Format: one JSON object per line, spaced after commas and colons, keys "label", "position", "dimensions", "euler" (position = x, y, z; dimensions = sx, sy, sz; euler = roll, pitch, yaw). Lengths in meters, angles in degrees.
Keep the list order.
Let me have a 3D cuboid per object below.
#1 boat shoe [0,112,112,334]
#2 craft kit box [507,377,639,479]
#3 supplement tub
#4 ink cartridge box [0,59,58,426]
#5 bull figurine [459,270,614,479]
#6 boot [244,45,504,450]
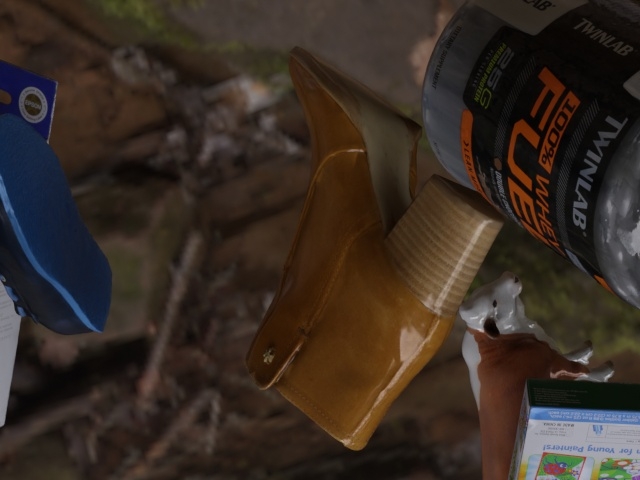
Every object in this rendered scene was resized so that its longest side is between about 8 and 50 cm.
{"label": "boat shoe", "position": [-0.229, 0.003, 1.426], "dimensions": [0.089, 0.109, 0.258], "euler": [1, 143, 13]}
{"label": "craft kit box", "position": [0.332, 0.264, 2.113], "dimensions": [0.249, 0.061, 0.247], "euler": [4, 124, -3]}
{"label": "supplement tub", "position": [0.245, -0.072, 1.496], "dimensions": [0.207, 0.338, 0.207], "euler": [-14, 120, -26]}
{"label": "ink cartridge box", "position": [-0.370, -0.004, 1.909], "dimensions": [0.069, 0.175, 0.371], "euler": [-17, 124, -59]}
{"label": "bull figurine", "position": [0.254, 0.193, 2.300], "dimensions": [0.188, 0.310, 0.101], "euler": [0, 175, -18]}
{"label": "boot", "position": [0.001, 0.001, 1.421], "dimensions": [0.104, 0.295, 0.211], "euler": [23, 108, -39]}
